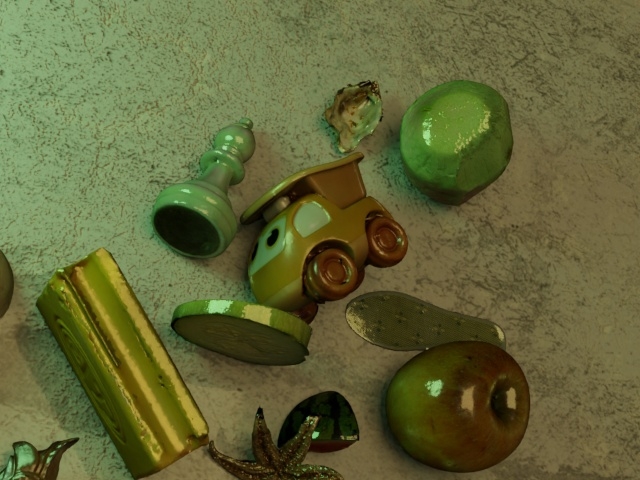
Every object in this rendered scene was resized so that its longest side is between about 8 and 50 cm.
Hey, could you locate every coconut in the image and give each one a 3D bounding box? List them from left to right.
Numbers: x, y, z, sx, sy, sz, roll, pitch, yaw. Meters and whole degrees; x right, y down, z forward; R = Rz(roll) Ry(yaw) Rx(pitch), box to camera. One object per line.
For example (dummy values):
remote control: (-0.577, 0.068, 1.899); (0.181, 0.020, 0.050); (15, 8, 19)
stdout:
coconut: (0.243, -0.174, 1.959); (0.204, 0.236, 0.236); (2, 67, 12)

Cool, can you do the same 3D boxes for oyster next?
oyster: (0.063, -0.233, 1.980); (0.148, 0.051, 0.103); (-41, 103, -21)

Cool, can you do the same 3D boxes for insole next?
insole: (0.191, 0.155, 1.927); (0.322, 0.007, 0.109); (14, 67, -19)

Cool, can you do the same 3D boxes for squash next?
squash: (-0.119, 0.136, 1.672); (0.219, 0.219, 0.041); (20, 66, -17)

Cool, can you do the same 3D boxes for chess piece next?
chess piece: (-0.169, -0.110, 1.801); (0.139, 0.139, 0.272); (31, 52, -11)

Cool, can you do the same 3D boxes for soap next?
soap: (-0.293, 0.183, 1.586); (0.096, 0.204, 0.324); (-28, 84, -26)

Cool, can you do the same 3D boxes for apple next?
apple: (0.223, 0.271, 1.805); (0.236, 0.207, 0.237); (9, 76, -40)

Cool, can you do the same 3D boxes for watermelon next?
watermelon: (0.011, 0.311, 1.747); (0.125, 0.135, 0.094); (-41, 127, -33)

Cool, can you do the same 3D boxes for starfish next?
starfish: (-0.065, 0.363, 1.693); (0.213, 0.057, 0.238); (-1, 105, 7)

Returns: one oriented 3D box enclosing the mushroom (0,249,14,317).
mushroom: (-0.513, 0.054, 1.553); (0.173, 0.162, 0.236); (-24, 85, -28)

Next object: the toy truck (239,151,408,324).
toy truck: (0.000, 0.000, 1.781); (0.288, 0.204, 0.212); (-29, 84, -36)

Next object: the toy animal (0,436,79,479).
toy animal: (-0.431, 0.337, 1.541); (0.179, 0.089, 0.188); (31, 67, 5)
